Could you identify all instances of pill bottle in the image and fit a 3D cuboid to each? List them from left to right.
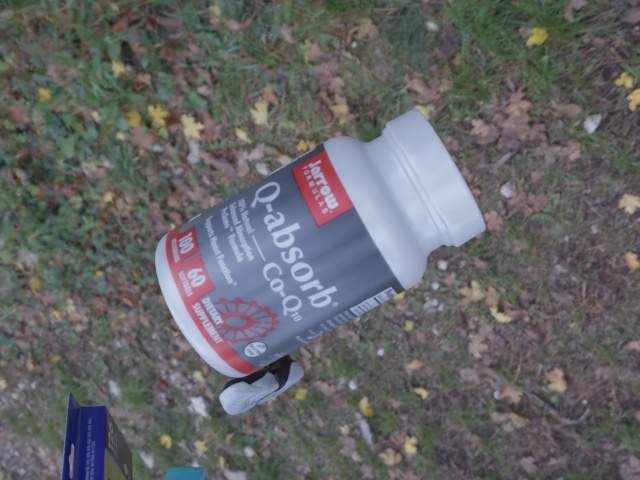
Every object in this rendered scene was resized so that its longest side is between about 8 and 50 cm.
[{"bbox_3d":[0.000,0.000,0.865,0.210,0.363,0.210,58,-172,-13],"label":"pill bottle"}]

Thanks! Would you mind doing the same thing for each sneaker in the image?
[{"bbox_3d":[-0.140,0.238,1.350,0.101,0.269,0.153,-39,76,17],"label":"sneaker"}]

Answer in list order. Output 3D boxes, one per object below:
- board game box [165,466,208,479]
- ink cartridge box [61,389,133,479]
[{"bbox_3d":[-0.257,0.618,1.252,0.079,0.336,0.253,-3,110,4],"label":"board game box"},{"bbox_3d":[-0.473,0.525,1.510,0.307,0.072,0.303,86,172,-46],"label":"ink cartridge box"}]
